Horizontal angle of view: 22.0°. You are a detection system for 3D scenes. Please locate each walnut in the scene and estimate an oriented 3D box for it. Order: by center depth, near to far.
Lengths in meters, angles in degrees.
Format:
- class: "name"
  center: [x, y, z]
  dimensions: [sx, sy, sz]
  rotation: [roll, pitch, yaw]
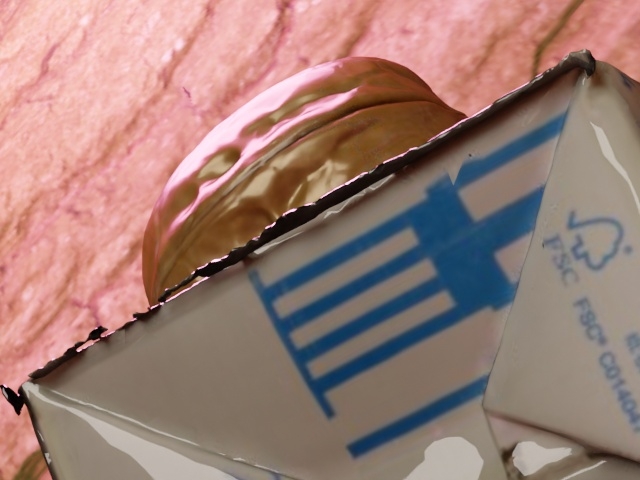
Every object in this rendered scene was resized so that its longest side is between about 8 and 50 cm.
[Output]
- class: "walnut"
  center: [0.000, 0.000, 0.853]
  dimensions: [0.197, 0.165, 0.165]
  rotation: [-31, 35, 7]

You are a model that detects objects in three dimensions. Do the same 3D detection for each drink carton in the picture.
- class: "drink carton"
  center: [0.085, 0.067, 0.535]
  dimensions: [0.194, 0.324, 0.132]
  rotation: [-29, 72, 23]
